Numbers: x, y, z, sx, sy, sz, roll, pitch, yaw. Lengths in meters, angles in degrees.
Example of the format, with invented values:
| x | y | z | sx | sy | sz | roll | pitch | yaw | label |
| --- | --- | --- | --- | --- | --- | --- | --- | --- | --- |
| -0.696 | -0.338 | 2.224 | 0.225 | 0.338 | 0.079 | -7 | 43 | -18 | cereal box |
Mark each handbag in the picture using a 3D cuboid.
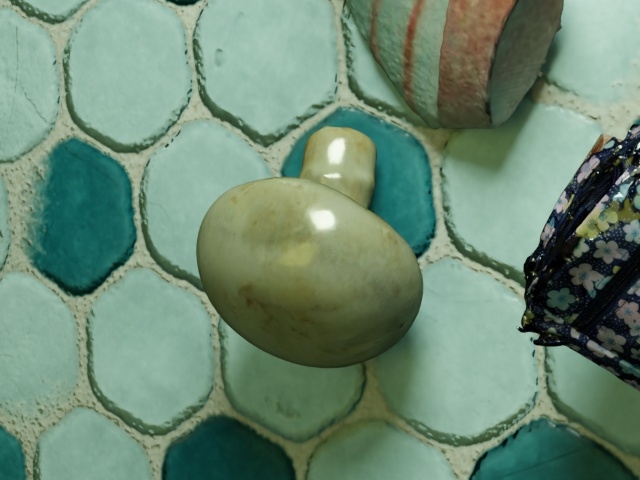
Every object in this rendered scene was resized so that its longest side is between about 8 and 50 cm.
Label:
| x | y | z | sx | sy | sz | roll | pitch | yaw | label |
| --- | --- | --- | --- | --- | --- | --- | --- | --- | --- |
| 0.276 | 0.021 | 1.111 | 0.208 | 0.127 | 0.229 | 32 | 113 | -3 | handbag |

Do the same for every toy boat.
| x | y | z | sx | sy | sz | roll | pitch | yaw | label |
| --- | --- | --- | --- | --- | --- | --- | --- | --- | --- |
| 0.083 | -0.222 | 1.282 | 0.282 | 0.096 | 0.206 | 36 | 123 | 35 | toy boat |

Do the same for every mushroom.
| x | y | z | sx | sy | sz | roll | pitch | yaw | label |
| --- | --- | --- | --- | --- | --- | --- | --- | --- | --- |
| -0.011 | 0.014 | 1.291 | 0.206 | 0.206 | 0.209 | -41 | 29 | 25 | mushroom |

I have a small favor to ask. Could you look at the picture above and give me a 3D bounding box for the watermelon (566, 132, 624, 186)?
| x | y | z | sx | sy | sz | roll | pitch | yaw | label |
| --- | --- | --- | --- | --- | --- | --- | --- | --- | --- |
| 0.257 | -0.046 | 1.192 | 0.084 | 0.072 | 0.092 | 32 | 146 | 15 | watermelon |
